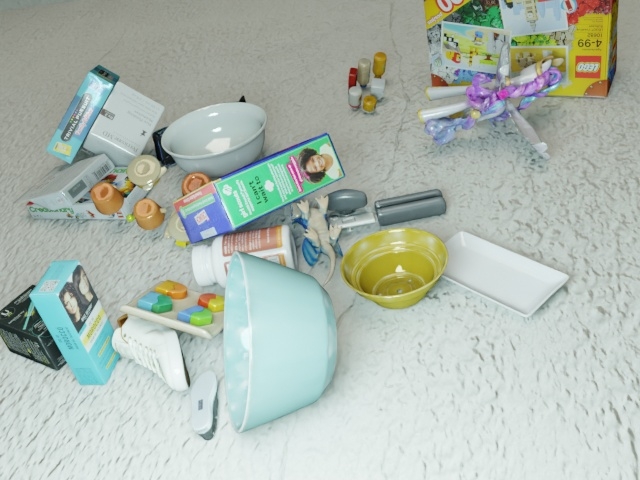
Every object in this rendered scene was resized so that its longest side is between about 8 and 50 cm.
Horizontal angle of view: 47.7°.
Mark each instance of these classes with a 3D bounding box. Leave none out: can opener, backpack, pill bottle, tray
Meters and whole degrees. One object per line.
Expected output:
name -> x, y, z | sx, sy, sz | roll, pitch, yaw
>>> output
can opener -> 0.149, -0.078, 1.676 | 0.280, 0.093, 0.074 | -7, 35, 0
backpack -> -0.427, -0.286, 2.108 | 0.114, 0.105, 0.084 | -24, 38, -24
pill bottle -> -0.163, 0.040, 1.577 | 0.216, 0.121, 0.121 | -9, 36, 5
tray -> 0.346, 0.069, 1.462 | 0.145, 0.030, 0.270 | -36, 42, -27

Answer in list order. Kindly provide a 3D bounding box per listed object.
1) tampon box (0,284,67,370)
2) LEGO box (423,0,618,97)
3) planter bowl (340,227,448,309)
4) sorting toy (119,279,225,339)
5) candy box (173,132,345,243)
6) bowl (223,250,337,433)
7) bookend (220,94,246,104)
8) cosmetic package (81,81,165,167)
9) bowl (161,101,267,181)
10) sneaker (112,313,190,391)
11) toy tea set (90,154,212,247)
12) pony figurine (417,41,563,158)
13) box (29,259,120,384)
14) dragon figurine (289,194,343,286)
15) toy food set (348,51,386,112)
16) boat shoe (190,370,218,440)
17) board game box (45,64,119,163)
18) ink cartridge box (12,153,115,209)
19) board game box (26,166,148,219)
tampon box -> -0.583, 0.182, 1.530 | 0.161, 0.101, 0.120 | 13, 42, 31
LEGO box -> 0.561, -0.615, 2.024 | 0.500, 0.372, 0.193 | 8, 41, 27
planter bowl -> 0.154, 0.074, 1.461 | 0.217, 0.090, 0.217 | -10, 35, 7
sorting toy -> -0.270, 0.129, 1.448 | 0.193, 0.038, 0.208 | 16, 13, 10
candy box -> -0.147, -0.118, 1.671 | 0.317, 0.122, 0.268 | -30, 9, -30
bowl -> -0.071, 0.174, 1.264 | 0.163, 0.311, 0.311 | 1, 34, -15
bookend -> -0.314, -0.369, 2.212 | 0.156, 0.072, 0.157 | -3, 37, 14
cosmetic package -> -0.561, -0.317, 2.059 | 0.151, 0.151, 0.184 | -28, 38, 61
bowl -> -0.276, -0.255, 1.995 | 0.298, 0.134, 0.298 | -9, 36, 6
sneaker -> -0.332, 0.218, 1.406 | 0.123, 0.106, 0.290 | -17, 25, -18
toy tea set -> -0.407, -0.098, 1.835 | 0.336, 0.124, 0.200 | 19, 70, 12
pony figurine -> 0.441, -0.360, 1.846 | 0.363, 0.303, 0.351 | -15, 25, 23
box -> -0.466, 0.162, 1.401 | 0.060, 0.244, 0.100 | -3, 38, 14
dragon figurine -> 0.000, 0.000, 1.611 | 0.085, 0.144, 0.289 | -17, 56, -9
toy food set -> 0.139, -0.463, 2.209 | 0.111, 0.104, 0.232 | 7, 57, 4
boat shoe -> -0.208, 0.299, 1.314 | 0.049, 0.040, 0.142 | -17, 35, 10
board game box -> -0.696, -0.384, 2.142 | 0.254, 0.079, 0.336 | -58, 19, 8
ink cartridge box -> -0.702, -0.151, 1.981 | 0.232, 0.066, 0.189 | -12, 31, 38
board game box -> -0.630, -0.133, 2.007 | 0.305, 0.053, 0.193 | 1, 38, 18
